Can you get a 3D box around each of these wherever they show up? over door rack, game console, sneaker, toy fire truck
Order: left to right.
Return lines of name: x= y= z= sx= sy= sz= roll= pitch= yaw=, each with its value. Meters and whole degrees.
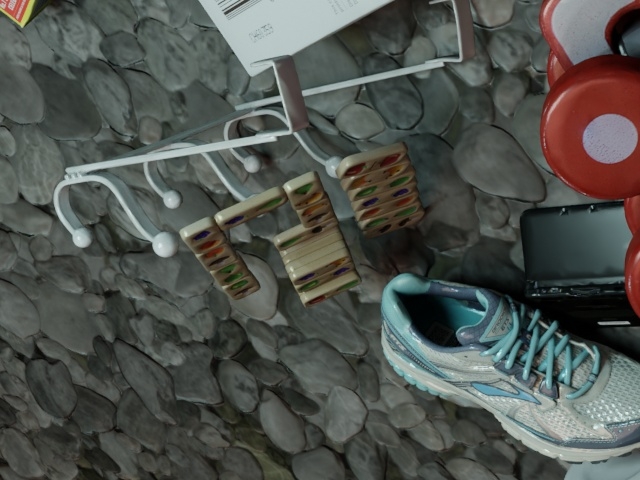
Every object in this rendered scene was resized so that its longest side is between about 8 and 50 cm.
over door rack: x=-0.044 y=-0.081 z=1.201 sx=0.324 sy=0.239 sz=0.108 roll=-22 pitch=94 yaw=46
sneaker: x=0.171 y=0.107 z=1.271 sx=0.283 sy=0.110 sz=0.122 roll=17 pitch=153 yaw=26
game console: x=0.244 y=0.024 z=1.246 sx=0.122 sy=0.071 sz=0.107 roll=-4 pitch=150 yaw=40
toy fire truck: x=0.306 y=-0.090 z=1.020 sx=0.254 sy=0.169 sz=0.302 roll=-27 pitch=107 yaw=22

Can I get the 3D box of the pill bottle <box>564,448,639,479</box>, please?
pill bottle: x=0.323 y=0.288 z=1.316 sx=0.121 sy=0.121 sz=0.221 roll=-15 pitch=113 yaw=44

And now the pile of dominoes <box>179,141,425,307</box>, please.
pile of dominoes: x=0.000 y=0.000 z=1.215 sx=0.251 sy=0.196 sz=0.040 roll=64 pitch=-178 yaw=-74

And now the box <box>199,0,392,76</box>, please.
box: x=-0.019 y=-0.256 z=1.139 sx=0.182 sy=0.119 sz=0.181 roll=-22 pitch=108 yaw=45

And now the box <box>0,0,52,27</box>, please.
box: x=-0.353 y=-0.312 z=1.377 sx=0.232 sy=0.058 sz=0.087 roll=37 pitch=140 yaw=-4
